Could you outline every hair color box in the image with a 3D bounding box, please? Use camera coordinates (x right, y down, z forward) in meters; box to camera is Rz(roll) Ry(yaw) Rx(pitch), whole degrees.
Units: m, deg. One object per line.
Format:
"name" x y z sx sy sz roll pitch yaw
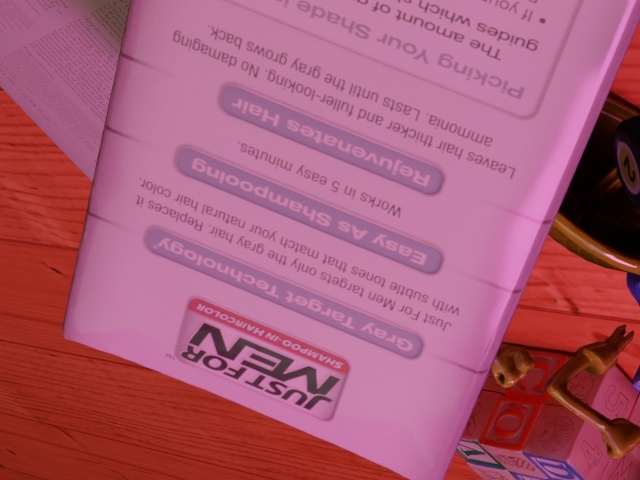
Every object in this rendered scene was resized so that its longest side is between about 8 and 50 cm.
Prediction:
"hair color box" 0.027 -0.088 0.755 0.185 0.113 0.374 22 130 5

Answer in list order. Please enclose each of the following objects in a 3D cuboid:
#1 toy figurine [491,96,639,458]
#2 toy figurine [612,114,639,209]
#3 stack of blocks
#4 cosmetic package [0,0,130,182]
"toy figurine" 0.221 0.084 1.086 0.363 0.191 0.217 30 165 -3
"toy figurine" 0.255 -0.031 0.800 0.210 0.148 0.213 9 152 42
"stack of blocks" 0.219 0.196 1.481 0.171 0.087 0.297 6 150 46
"cosmetic package" -0.100 -0.145 0.966 0.377 0.097 0.284 48 156 -18
